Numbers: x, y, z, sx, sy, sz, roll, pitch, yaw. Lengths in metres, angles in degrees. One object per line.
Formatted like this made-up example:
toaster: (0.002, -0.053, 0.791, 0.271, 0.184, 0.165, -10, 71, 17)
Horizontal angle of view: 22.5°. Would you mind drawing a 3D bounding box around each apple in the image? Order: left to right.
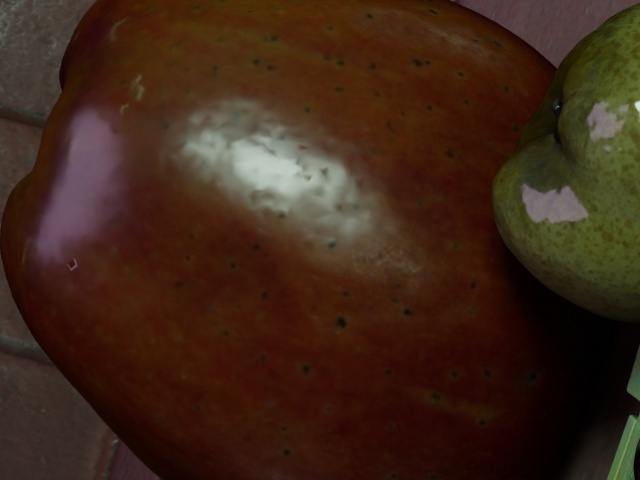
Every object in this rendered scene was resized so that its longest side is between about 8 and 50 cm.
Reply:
apple: (0.000, 0.000, 0.966, 0.329, 0.364, 0.295, -77, 13, -52)

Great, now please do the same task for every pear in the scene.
pear: (0.170, -0.042, 0.800, 0.167, 0.136, 0.167, -62, 3, 5)

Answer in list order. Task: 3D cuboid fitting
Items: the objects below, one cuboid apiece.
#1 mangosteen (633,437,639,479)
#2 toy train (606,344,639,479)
mangosteen: (0.182, 0.102, 0.732, 0.081, 0.081, 0.081, -165, 90, -74)
toy train: (0.174, 0.108, 0.813, 0.081, 0.050, 0.122, -131, 57, -76)
